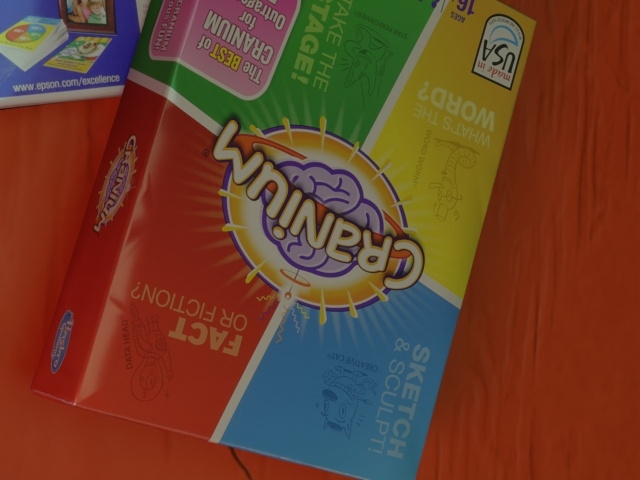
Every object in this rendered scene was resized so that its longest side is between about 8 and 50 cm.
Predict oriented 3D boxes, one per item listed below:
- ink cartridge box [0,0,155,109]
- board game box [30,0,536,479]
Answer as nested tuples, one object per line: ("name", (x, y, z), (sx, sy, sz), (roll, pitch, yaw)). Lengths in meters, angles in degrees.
("ink cartridge box", (-0.124, -0.189, 0.827), (0.206, 0.045, 0.208), (-9, 97, -30))
("board game box", (-0.012, -0.028, 0.838), (0.242, 0.064, 0.316), (19, 82, -32))
